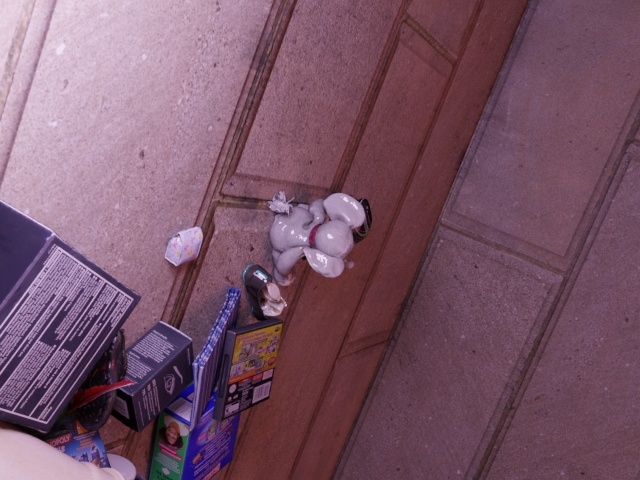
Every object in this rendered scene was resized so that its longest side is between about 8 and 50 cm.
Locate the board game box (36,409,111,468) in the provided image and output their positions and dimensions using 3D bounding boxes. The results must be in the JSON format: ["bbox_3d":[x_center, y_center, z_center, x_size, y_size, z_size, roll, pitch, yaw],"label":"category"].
[{"bbox_3d":[-0.535,0.449,1.489,0.194,0.060,0.194,-1,80,-59],"label":"board game box"}]

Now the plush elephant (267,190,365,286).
[{"bbox_3d":[0.000,0.000,2.036,0.271,0.256,0.330,-57,156,-18],"label":"plush elephant"}]

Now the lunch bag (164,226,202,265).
[{"bbox_3d":[-0.315,0.007,1.632,0.071,0.053,0.083,-25,145,-53],"label":"lunch bag"}]

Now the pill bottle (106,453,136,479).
[{"bbox_3d":[-0.534,0.639,1.714,0.118,0.118,0.208,0,113,-65],"label":"pill bottle"}]

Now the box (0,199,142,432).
[{"bbox_3d":[-0.507,0.131,1.174,0.296,0.183,0.294,-57,155,-14],"label":"box"}]

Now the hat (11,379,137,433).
[{"bbox_3d":[-0.512,0.345,1.379,0.173,0.184,0.208,-9,121,-63],"label":"hat"}]

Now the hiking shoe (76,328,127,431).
[{"bbox_3d":[-0.457,0.298,1.526,0.114,0.086,0.226,45,53,-72],"label":"hiking shoe"}]

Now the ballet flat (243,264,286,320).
[{"bbox_3d":[-0.159,0.174,2.076,0.095,0.096,0.280,-56,156,-24],"label":"ballet flat"}]

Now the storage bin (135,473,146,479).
[{"bbox_3d":[-0.518,0.690,1.853,0.135,0.098,0.091,-46,178,-39],"label":"storage bin"}]

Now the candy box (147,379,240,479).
[{"bbox_3d":[-0.352,0.560,2.021,0.268,0.122,0.317,-30,138,-56],"label":"candy box"}]

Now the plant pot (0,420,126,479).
[{"bbox_3d":[-0.553,0.448,1.181,0.305,0.334,0.333,50,61,-24],"label":"plant pot"}]

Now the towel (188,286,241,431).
[{"bbox_3d":[-0.285,0.304,1.878,0.336,0.040,0.243,-70,173,-56],"label":"towel"}]

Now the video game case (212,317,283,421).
[{"bbox_3d":[-0.201,0.357,1.992,0.275,0.035,0.248,-3,105,-65],"label":"video game case"}]

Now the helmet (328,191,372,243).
[{"bbox_3d":[0.088,-0.064,2.288,0.169,0.170,0.161,-47,137,-37],"label":"helmet"}]

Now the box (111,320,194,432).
[{"bbox_3d":[-0.406,0.323,1.680,0.207,0.108,0.153,-44,150,-41],"label":"box"}]
